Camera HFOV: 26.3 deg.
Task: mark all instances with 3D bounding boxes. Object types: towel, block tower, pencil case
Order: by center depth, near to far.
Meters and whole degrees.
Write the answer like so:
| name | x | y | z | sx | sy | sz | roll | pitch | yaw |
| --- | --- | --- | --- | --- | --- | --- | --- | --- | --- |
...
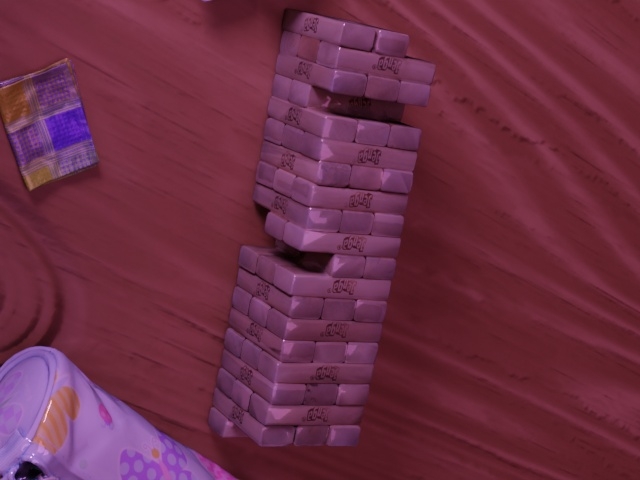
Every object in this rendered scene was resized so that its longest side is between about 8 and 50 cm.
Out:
| name | x | y | z | sx | sy | sz | roll | pitch | yaw |
| --- | --- | --- | --- | --- | --- | --- | --- | --- | --- |
| towel | -0.192 | -0.081 | 0.963 | 0.060 | 0.009 | 0.083 | -22 | 114 | -25 |
| pencil case | -0.138 | 0.188 | 1.007 | 0.273 | 0.124 | 0.113 | 41 | 81 | -34 |
| block tower | 0.000 | 0.000 | 1.053 | 0.091 | 0.097 | 0.335 | 5 | 102 | -31 |
